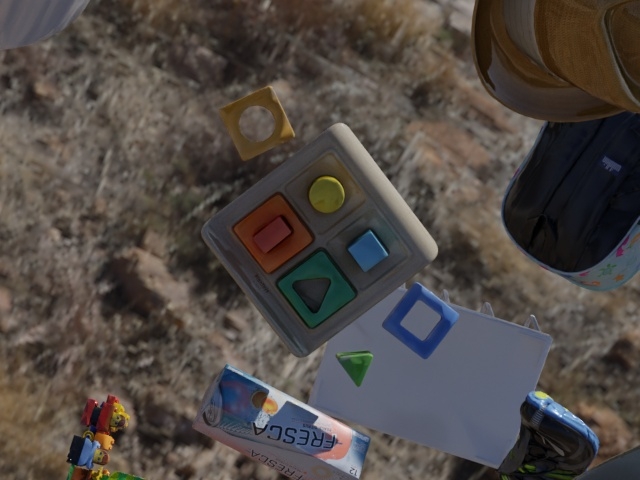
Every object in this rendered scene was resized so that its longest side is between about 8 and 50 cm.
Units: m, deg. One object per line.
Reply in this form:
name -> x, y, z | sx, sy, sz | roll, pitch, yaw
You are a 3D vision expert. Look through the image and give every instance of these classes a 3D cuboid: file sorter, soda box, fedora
file sorter -> 0.145, 0.159, 1.882 | 0.277, 0.193, 0.173 | 18, 11, -1
soda box -> -0.041, 0.208, 1.483 | 0.183, 0.063, 0.058 | 28, 48, -9
fedora -> 0.181, -0.131, 0.795 | 0.194, 0.194, 0.079 | 3, 34, -32

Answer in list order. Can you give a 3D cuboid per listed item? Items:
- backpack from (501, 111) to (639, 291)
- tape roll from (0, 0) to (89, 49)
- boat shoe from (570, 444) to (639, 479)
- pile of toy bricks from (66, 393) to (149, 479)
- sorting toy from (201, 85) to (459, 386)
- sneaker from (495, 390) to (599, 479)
backpack -> 0.380, -0.063, 1.867 | 0.225, 0.253, 0.191 | 38, 5, 39
tape roll -> -0.237, -0.276, 0.939 | 0.246, 0.169, 0.246 | 17, 51, -22
boat shoe -> 0.212, 0.123, 0.607 | 0.324, 0.120, 0.122 | -24, 39, -21
pile of toy bricks -> -0.241, 0.287, 1.584 | 0.105, 0.118, 0.212 | 16, 75, 1
sorting toy -> 0.000, 0.000, 1.449 | 0.348, 0.196, 0.047 | 52, -1, -6
sneaker -> 0.194, 0.196, 1.198 | 0.078, 0.188, 0.067 | -40, 60, -20
